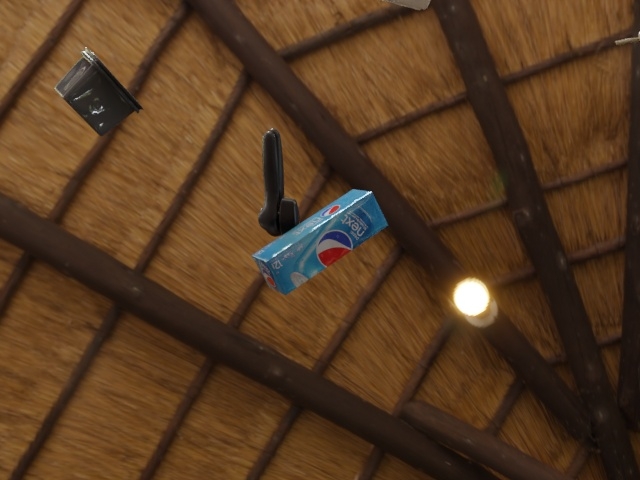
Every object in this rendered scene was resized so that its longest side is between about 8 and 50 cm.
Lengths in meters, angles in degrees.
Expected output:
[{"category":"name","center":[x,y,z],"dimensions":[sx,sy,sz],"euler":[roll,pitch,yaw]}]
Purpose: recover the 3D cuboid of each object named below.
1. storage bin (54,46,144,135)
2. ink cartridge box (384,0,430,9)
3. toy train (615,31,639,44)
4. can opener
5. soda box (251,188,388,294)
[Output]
[{"category":"storage bin","center":[-0.393,-0.255,1.457],"dimensions":[0.091,0.135,0.098],"euler":[-43,-134,-6]},{"category":"ink cartridge box","center":[0.129,-0.493,1.276],"dimensions":[0.172,0.237,0.100],"euler":[8,-135,-23]},{"category":"toy train","center":[0.482,-0.222,0.953],"dimensions":[0.143,0.248,0.105],"euler":[-157,-116,-65]},{"category":"can opener","center":[-0.075,-0.093,1.397],"dimensions":[0.073,0.059,0.186],"euler":[-4,-78,6]},{"category":"soda box","center":[0.000,0.000,1.344],"dimensions":[0.210,0.067,0.071],"euler":[-34,-161,-17]}]
